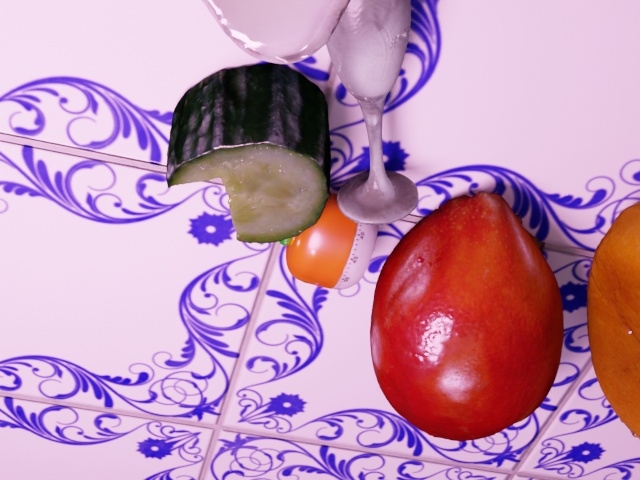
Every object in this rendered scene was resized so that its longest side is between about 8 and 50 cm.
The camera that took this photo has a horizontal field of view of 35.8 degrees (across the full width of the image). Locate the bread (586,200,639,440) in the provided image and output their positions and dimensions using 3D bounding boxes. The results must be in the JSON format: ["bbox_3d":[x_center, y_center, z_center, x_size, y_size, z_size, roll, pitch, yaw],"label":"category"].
[{"bbox_3d":[0.450,0.108,1.247,0.183,0.236,0.388,-14,125,-9],"label":"bread"}]

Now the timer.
[{"bbox_3d":[0.000,0.000,1.216,0.136,0.099,0.136,-4,124,-6],"label":"timer"}]

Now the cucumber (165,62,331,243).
[{"bbox_3d":[-0.066,-0.095,1.118,0.191,0.130,0.191,2,140,1],"label":"cucumber"}]

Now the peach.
[{"bbox_3d":[0.193,0.119,1.260,0.258,0.201,0.361,3,133,-1],"label":"peach"}]

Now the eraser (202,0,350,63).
[{"bbox_3d":[-0.041,-0.310,0.836,0.331,0.150,0.331,0,112,0],"label":"eraser"}]

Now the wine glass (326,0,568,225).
[{"bbox_3d":[0.138,-0.174,1.068,0.264,0.096,0.309,-8,132,-1],"label":"wine glass"}]
